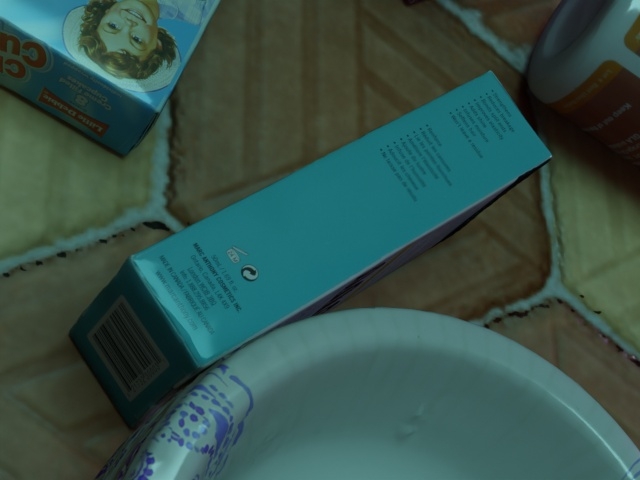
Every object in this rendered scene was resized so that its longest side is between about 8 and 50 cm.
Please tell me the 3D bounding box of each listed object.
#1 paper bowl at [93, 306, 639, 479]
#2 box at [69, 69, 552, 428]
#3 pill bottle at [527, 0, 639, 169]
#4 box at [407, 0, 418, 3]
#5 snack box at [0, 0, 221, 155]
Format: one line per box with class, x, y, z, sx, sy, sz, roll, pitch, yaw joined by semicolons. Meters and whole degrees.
paper bowl;0.019;0.182;0.555;0.284;0.148;0.284;12;62;-23
box;0.000;0.000;0.659;0.244;0.100;0.060;-30;83;-35
pill bottle;0.248;-0.085;0.819;0.216;0.121;0.121;33;56;-11
box;0.116;-0.299;0.852;0.243;0.117;0.213;-25;80;-33
snack box;-0.194;-0.202;0.676;0.322;0.060;0.187;30;57;-13
